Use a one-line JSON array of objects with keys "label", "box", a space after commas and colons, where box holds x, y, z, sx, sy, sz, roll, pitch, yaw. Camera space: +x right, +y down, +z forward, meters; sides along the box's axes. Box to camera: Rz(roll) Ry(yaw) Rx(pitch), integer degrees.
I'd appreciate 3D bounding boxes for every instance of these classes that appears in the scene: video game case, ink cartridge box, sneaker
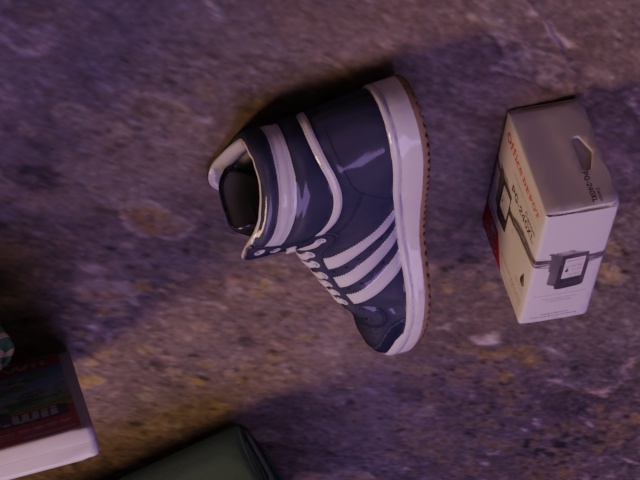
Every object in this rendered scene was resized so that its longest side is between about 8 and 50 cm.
[{"label": "video game case", "box": [-0.276, 0.143, 1.402, 0.204, 0.025, 0.285, -14, -171, -9]}, {"label": "ink cartridge box", "box": [0.181, -0.022, 1.497, 0.063, 0.109, 0.150, -9, 145, -10]}, {"label": "sneaker", "box": [0.000, 0.000, 1.442, 0.153, 0.099, 0.282, -17, 140, -13]}]

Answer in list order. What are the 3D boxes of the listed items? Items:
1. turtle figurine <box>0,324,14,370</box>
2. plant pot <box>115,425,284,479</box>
[{"label": "turtle figurine", "box": [-0.305, 0.050, 1.344, 0.175, 0.118, 0.234, 7, 157, -10]}, {"label": "plant pot", "box": [-0.154, 0.353, 1.689, 0.334, 0.341, 0.341, -30, 146, 1]}]
